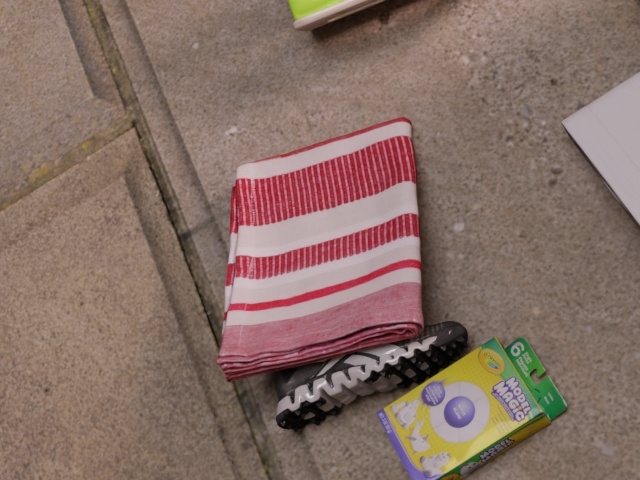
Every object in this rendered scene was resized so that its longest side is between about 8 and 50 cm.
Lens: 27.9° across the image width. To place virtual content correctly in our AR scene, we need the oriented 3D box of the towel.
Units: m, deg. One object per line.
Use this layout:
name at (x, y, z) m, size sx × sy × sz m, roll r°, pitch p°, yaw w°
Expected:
towel at (0.000, 0.000, 1.479) m, size 0.237 × 0.037 × 0.329 m, roll -15°, pitch 45°, yaw 17°

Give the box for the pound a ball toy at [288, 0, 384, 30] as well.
pound a ball toy at (0.089, -0.415, 1.611) m, size 0.319 × 0.136 × 0.208 m, roll -20°, pitch 95°, yaw 16°

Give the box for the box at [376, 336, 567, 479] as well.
box at (0.160, 0.181, 1.361) m, size 0.179 × 0.043 × 0.105 m, roll -33°, pitch 57°, yaw 5°

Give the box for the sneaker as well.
sneaker at (0.045, 0.121, 1.422) m, size 0.234 × 0.078 × 0.106 m, roll -24°, pitch 60°, yaw 15°

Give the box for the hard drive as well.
hard drive at (0.455, -0.150, 1.348) m, size 0.353 × 0.047 × 0.233 m, roll -33°, pitch 39°, yaw 8°
